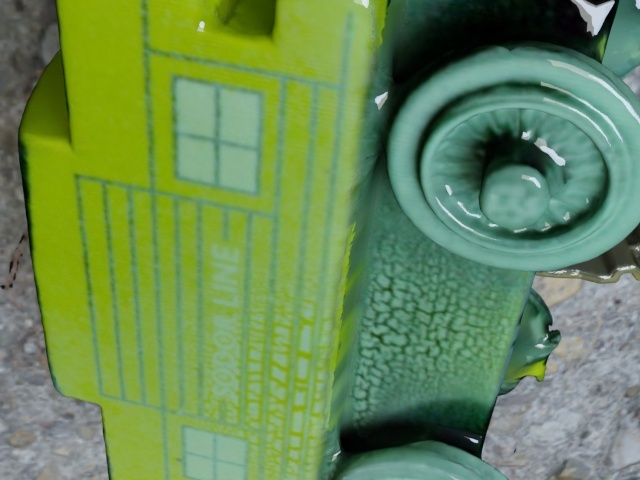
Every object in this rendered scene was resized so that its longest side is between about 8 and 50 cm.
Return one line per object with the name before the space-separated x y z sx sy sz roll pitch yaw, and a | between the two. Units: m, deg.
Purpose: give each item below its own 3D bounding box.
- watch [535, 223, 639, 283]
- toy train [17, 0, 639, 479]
watch | 0.119 -0.055 0.611 0.268 0.102 0.165 1 127 -5
toy train | 0.000 0.000 0.518 0.272 0.179 0.442 13 134 6
